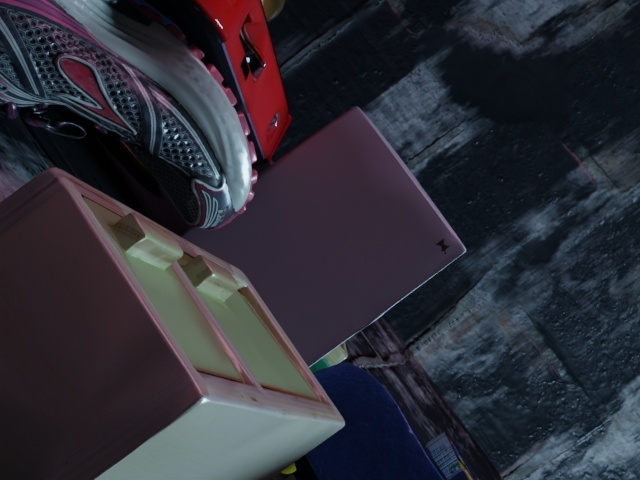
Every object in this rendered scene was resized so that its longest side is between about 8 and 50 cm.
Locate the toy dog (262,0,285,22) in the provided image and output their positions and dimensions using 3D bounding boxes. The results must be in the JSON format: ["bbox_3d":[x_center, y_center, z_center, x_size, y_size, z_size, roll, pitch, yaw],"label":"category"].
[{"bbox_3d":[-0.163,-0.326,1.588,0.395,0.284,0.408,55,2,7],"label":"toy dog"}]

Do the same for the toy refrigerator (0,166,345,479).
[{"bbox_3d":[-0.069,0.056,0.609,0.102,0.094,0.269,55,4,14],"label":"toy refrigerator"}]

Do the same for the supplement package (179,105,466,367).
[{"bbox_3d":[0.000,0.000,1.216,0.149,0.194,0.203,53,3,-2],"label":"supplement package"}]

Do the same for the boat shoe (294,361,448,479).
[{"bbox_3d":[0.060,0.189,0.809,0.089,0.109,0.258,84,-11,-58],"label":"boat shoe"}]

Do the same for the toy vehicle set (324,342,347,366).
[{"bbox_3d":[-0.067,0.012,1.509,0.267,0.035,0.166,53,4,-10],"label":"toy vehicle set"}]

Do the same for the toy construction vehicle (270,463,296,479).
[{"bbox_3d":[-0.036,0.125,0.846,0.098,0.035,0.086,52,4,-30],"label":"toy construction vehicle"}]

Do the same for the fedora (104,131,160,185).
[{"bbox_3d":[-0.170,-0.140,1.270,0.194,0.079,0.194,54,3,-5],"label":"fedora"}]

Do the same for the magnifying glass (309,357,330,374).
[{"bbox_3d":[0.020,0.152,1.372,0.231,0.026,0.092,56,-2,-1],"label":"magnifying glass"}]

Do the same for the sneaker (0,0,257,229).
[{"bbox_3d":[-0.154,-0.105,0.861,0.299,0.112,0.121,47,-16,-34],"label":"sneaker"}]

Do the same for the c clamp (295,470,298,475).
[{"bbox_3d":[0.023,0.199,1.009,0.160,0.022,0.137,51,4,-30],"label":"c clamp"}]

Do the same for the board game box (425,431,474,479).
[{"bbox_3d":[0.145,0.286,1.338,0.194,0.060,0.194,61,0,-5],"label":"board game box"}]

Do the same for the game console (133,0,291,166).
[{"bbox_3d":[-0.177,-0.200,1.010,0.342,0.060,0.386,33,-9,10],"label":"game console"}]
